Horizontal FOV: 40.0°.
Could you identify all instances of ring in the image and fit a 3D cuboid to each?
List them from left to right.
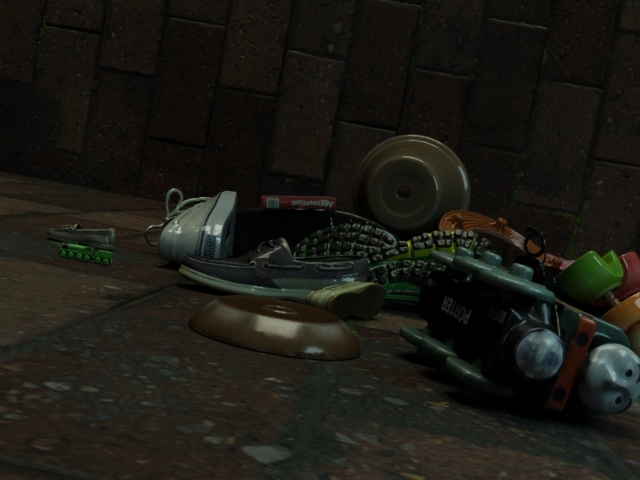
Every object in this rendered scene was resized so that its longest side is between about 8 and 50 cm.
[{"bbox_3d":[0.380,0.044,1.712,0.337,0.032,0.336,24,28,-14],"label":"ring"}]

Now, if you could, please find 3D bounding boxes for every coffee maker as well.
[{"bbox_3d":[0.392,0.081,1.365,0.178,0.171,0.120,6,25,-22],"label":"coffee maker"}]

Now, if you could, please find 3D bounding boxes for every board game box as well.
[{"bbox_3d":[-0.042,-0.080,1.832,0.145,0.027,0.281,3,3,0],"label":"board game box"}]

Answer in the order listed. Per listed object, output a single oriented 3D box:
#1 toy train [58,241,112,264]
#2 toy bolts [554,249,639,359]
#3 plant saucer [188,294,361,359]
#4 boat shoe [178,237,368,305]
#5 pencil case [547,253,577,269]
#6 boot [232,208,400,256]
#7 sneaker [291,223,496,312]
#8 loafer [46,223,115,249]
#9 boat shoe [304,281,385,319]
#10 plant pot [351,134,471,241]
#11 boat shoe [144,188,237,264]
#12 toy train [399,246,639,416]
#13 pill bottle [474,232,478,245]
[{"bbox_3d":[-0.361,0.020,1.351,0.083,0.023,0.017,11,4,0],"label":"toy train"},{"bbox_3d":[0.394,0.126,1.209,0.229,0.218,0.158,-4,55,-49],"label":"toy bolts"},{"bbox_3d":[-0.048,0.093,0.998,0.199,0.036,0.198,11,4,-1],"label":"plant saucer"},{"bbox_3d":[-0.065,0.041,1.306,0.285,0.092,0.103,10,4,-11],"label":"boat shoe"},{"bbox_3d":[0.582,0.103,1.985,0.124,0.124,0.284,8,4,-29],"label":"pencil case"},{"bbox_3d":[0.000,0.000,1.904,0.378,0.138,0.284,5,3,9],"label":"boot"},{"bbox_3d":[0.110,0.067,1.450,0.344,0.134,0.146,4,-33,6],"label":"sneaker"},{"bbox_3d":[-0.421,-0.012,1.553,0.125,0.039,0.045,11,4,8],"label":"loafer"},{"bbox_3d":[0.040,0.084,1.257,0.048,0.056,0.153,18,15,34],"label":"boat shoe"},{"bbox_3d":[0.183,-0.103,1.858,0.263,0.263,0.229,11,4,11],"label":"plant pot"},{"bbox_3d":[-0.241,-0.019,1.613,0.157,0.135,0.367,7,13,-1],"label":"boat shoe"},{"bbox_3d":[0.212,0.099,0.953,0.190,0.142,0.334,19,2,-11],"label":"toy train"},{"bbox_3d":[0.285,0.043,1.828,0.086,0.152,0.086,11,3,-1],"label":"pill bottle"}]
